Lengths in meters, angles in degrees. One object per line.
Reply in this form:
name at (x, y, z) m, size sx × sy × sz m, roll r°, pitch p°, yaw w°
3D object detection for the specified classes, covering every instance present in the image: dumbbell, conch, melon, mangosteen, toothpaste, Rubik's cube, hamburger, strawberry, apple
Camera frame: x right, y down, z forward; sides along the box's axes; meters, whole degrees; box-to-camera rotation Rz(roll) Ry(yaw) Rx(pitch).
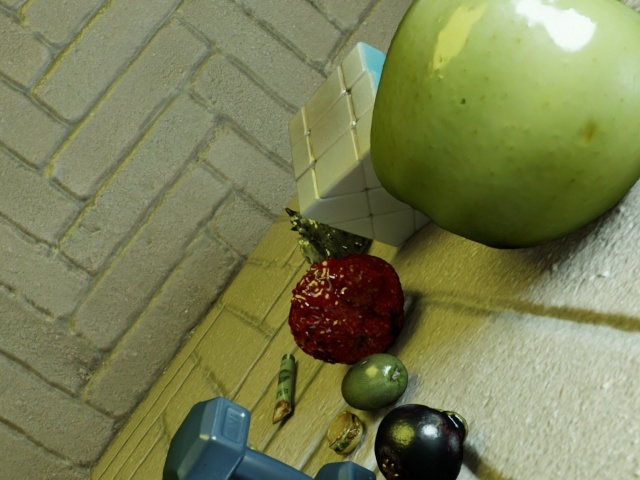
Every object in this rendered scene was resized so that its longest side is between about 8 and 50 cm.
dumbbell at (-0.070, 0.366, 1.031) m, size 0.160 × 0.325 × 0.144 m, roll -30°, pitch 34°, yaw 56°
conch at (0.009, 0.006, 1.974) m, size 0.186 × 0.240 × 0.313 m, roll -24°, pitch 25°, yaw -28°
melon at (0.096, 0.262, 1.238) m, size 0.162 × 0.099 × 0.099 m, roll -39°, pitch 18°, yaw 52°
mangosteen at (0.151, 0.290, 0.964) m, size 0.151 × 0.137 × 0.137 m, roll -20°, pitch -6°, yaw -34°
toothpaste at (-0.088, 0.368, 1.693) m, size 0.062 × 0.039 × 0.239 m, roll -40°, pitch 19°, yaw 19°
Rubik's cube at (0.143, -0.219, 1.630) m, size 0.319 × 0.322 × 0.315 m, roll -41°, pitch 44°, yaw 39°
hamburger at (0.046, 0.359, 1.260) m, size 0.076 × 0.044 × 0.083 m, roll -50°, pitch 12°, yaw 16°
strawberry at (0.064, 0.152, 1.404) m, size 0.274 × 0.274 × 0.220 m, roll -50°, pitch 51°, yaw 11°
apple at (0.298, -0.207, 1.072) m, size 0.473 × 0.474 × 0.473 m, roll -48°, pitch 14°, yaw 17°

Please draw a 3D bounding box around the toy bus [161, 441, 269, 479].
toy bus at (-0.196, 0.509, 1.355) m, size 0.323 × 0.194 × 0.161 m, roll -32°, pitch 25°, yaw 53°
